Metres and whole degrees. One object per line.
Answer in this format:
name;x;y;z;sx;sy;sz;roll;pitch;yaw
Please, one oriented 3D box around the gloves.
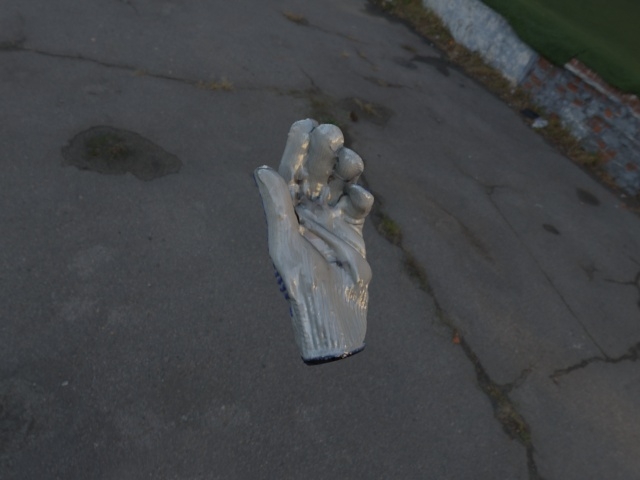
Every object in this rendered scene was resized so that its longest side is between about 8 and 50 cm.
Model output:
gloves;-0.003;0.003;0.433;0.119;0.229;0.097;-8;12;-39
